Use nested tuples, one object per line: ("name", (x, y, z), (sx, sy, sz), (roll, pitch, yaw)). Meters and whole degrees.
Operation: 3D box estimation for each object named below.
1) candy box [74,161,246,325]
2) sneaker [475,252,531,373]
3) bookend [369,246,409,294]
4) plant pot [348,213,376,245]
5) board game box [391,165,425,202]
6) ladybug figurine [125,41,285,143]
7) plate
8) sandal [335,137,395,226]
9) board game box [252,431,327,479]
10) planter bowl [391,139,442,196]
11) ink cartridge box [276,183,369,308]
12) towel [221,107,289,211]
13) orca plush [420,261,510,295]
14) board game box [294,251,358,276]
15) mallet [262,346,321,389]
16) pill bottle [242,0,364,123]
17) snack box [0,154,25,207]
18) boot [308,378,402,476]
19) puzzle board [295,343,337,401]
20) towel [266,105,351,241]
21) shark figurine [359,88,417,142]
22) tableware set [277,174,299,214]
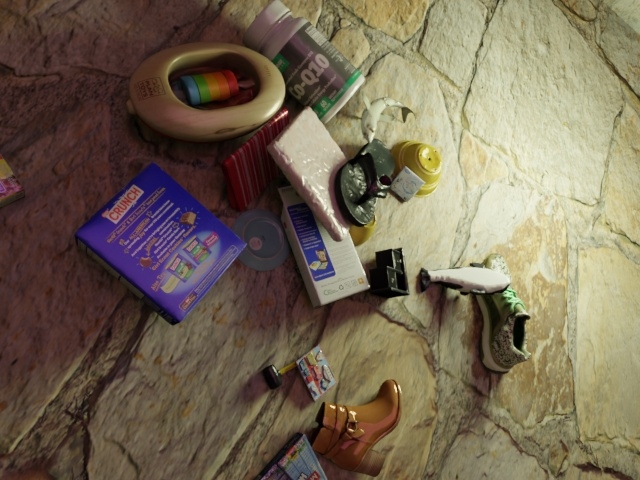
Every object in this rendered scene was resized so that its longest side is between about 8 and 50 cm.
("candy box", (-0.393, 0.009, 1.315), (0.317, 0.122, 0.268), (44, 62, -10))
("sneaker", (0.640, 0.235, 1.773), (0.157, 0.182, 0.411), (8, 71, -24))
("bookend", (0.206, 0.090, 1.620), (0.156, 0.072, 0.157), (21, 60, -59))
("plant pot", (0.122, -0.059, 1.651), (0.134, 0.095, 0.134), (8, 72, -25))
("board game box", (0.292, -0.191, 1.788), (0.090, 0.020, 0.090), (37, 107, -13))
("ladybug figurine", (-0.320, -0.401, 1.483), (0.448, 0.162, 0.305), (-14, 73, -26))
("plate", (-0.169, -0.005, 1.531), (0.188, 0.024, 0.188), (8, 72, -25))
("sandal", (0.157, -0.207, 1.615), (0.168, 0.107, 0.446), (48, 37, -17))
("board game box", (-0.057, 0.643, 1.366), (0.194, 0.060, 0.194), (-42, 95, -26))
("planter bowl", (0.356, -0.268, 1.835), (0.217, 0.090, 0.217), (7, 72, -24))
("ink cartridge box", (0.000, 0.000, 1.560), (0.175, 0.069, 0.371), (-16, 81, -28))
("towel", (-0.175, -0.230, 1.515), (0.031, 0.199, 0.275), (27, 58, 23))
("orca plush", (0.476, 0.159, 1.758), (0.286, 0.102, 0.151), (-6, 38, -5))
("board game box", (0.018, 0.063, 1.603), (0.126, 0.026, 0.186), (44, 61, -9))
("mallet", (-0.071, 0.355, 1.469), (0.189, 0.039, 0.063), (-14, 82, -33))
("pill bottle", (-0.055, -0.558, 1.651), (0.361, 0.204, 0.204), (41, 61, -10))
("snack box", (-0.830, -0.134, 1.213), (0.207, 0.070, 0.175), (-36, 93, -28))
("boot", (0.098, 0.493, 1.483), (0.220, 0.109, 0.284), (28, 72, -12))
("puzzle board", (-0.009, 0.372, 1.487), (0.096, 0.011, 0.128), (-30, 99, -38))
("towel", (-0.001, -0.201, 1.533), (0.332, 0.053, 0.317), (52, 32, -18))
("shark figurine", (0.195, -0.434, 1.794), (0.278, 0.116, 0.166), (-31, 94, -38))
("tableware set", (-0.078, -0.136, 1.616), (0.103, 0.024, 0.154), (-1, 75, -27))
